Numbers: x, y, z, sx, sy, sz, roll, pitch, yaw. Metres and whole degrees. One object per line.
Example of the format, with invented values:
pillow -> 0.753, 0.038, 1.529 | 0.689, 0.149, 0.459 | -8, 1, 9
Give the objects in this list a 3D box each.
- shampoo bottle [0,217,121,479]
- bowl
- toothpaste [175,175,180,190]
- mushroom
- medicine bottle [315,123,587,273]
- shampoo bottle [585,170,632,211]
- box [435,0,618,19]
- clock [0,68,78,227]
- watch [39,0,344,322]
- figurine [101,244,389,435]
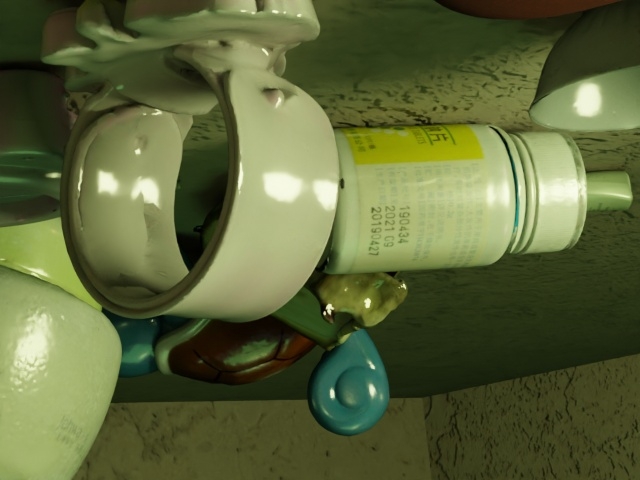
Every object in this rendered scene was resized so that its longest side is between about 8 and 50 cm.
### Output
shampoo bottle -> -0.366, 0.126, 1.504 | 0.322, 0.317, 0.322 | 7, 161, 2
bowl -> 0.251, -0.149, 1.159 | 0.189, 0.086, 0.189 | -5, 170, -1
toothpaste -> -0.241, -0.056, 1.495 | 0.204, 0.031, 0.049 | -1, 166, -13
mushroom -> -0.007, -0.005, 1.668 | 0.217, 0.212, 0.292 | 39, 177, -2
medicine bottle -> 0.119, -0.042, 1.464 | 0.258, 0.143, 0.143 | -2, 168, -15
shampoo bottle -> 0.251, -0.048, 1.735 | 0.212, 0.049, 0.072 | -6, 173, 3
box -> 0.207, -0.216, 0.757 | 0.404, 0.108, 0.263 | -12, 167, 25
clock -> -0.310, -0.067, 1.271 | 0.248, 0.090, 0.227 | -5, 168, 6
watch -> -0.092, -0.061, 1.059 | 0.196, 0.231, 0.244 | 9, 165, -43
figurine -> -0.097, 0.094, 1.941 | 0.416, 0.243, 0.298 | 13, 180, 7
